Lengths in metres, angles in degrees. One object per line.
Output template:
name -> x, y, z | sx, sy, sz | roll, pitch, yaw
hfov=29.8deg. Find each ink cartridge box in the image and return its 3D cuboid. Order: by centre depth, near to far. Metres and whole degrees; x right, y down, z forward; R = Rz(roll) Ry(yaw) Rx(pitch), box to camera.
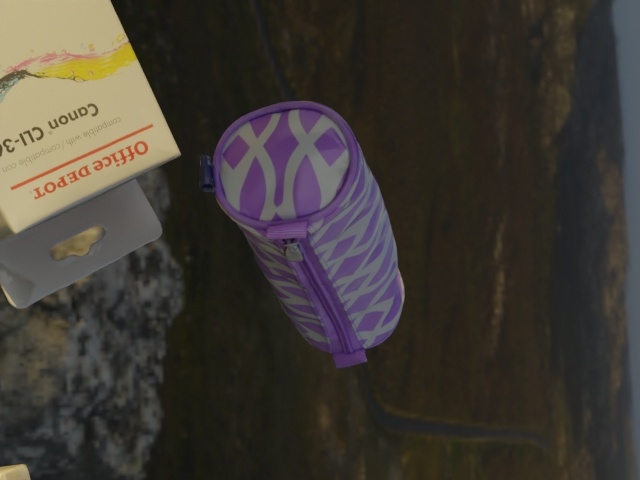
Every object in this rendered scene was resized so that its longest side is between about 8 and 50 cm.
ink cartridge box -> -0.158, -0.074, 0.670 | 0.115, 0.067, 0.198 | -30, 100, -33

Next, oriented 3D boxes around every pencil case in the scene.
pencil case -> 0.000, 0.000, 0.711 | 0.206, 0.086, 0.088 | 61, 15, -63

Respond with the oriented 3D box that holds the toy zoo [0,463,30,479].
toy zoo -> -0.271, 0.134, 0.411 | 0.293, 0.192, 0.030 | -10, 86, -54
